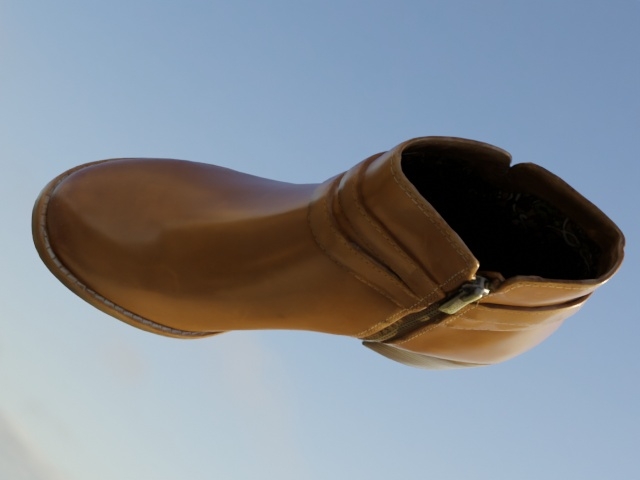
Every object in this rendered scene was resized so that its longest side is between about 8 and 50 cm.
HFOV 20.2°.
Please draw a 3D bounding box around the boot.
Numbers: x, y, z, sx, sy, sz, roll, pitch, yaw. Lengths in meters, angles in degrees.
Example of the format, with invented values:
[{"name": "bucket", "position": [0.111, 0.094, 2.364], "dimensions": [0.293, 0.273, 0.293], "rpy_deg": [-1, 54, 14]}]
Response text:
[{"name": "boot", "position": [0.000, 0.000, 0.934], "dimensions": [0.283, 0.109, 0.220], "rpy_deg": [21, -18, -11]}]
